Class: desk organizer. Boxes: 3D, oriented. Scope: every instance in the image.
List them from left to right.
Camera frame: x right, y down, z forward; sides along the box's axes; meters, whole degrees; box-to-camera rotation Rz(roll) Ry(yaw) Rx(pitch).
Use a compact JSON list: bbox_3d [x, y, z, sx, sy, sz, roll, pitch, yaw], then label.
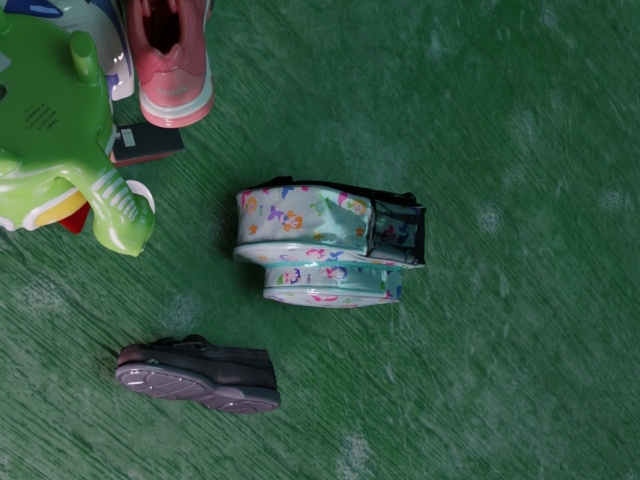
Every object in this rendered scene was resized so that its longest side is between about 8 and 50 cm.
[{"bbox_3d":[-0.248,-0.127,1.896,0.130,0.050,0.047,-15,87,-50],"label":"desk organizer"}]

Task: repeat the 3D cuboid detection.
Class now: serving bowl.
[{"bbox_3d":[-0.265,-0.041,1.919,0.083,0.027,0.083,-4,96,-43],"label":"serving bowl"}]

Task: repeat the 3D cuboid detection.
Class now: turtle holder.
[{"bbox_3d":[-0.332,-0.124,1.666,0.227,0.320,0.243,87,13,-61],"label":"turtle holder"}]

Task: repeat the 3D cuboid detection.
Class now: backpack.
[{"bbox_3d":[0.000,0.000,2.044,0.253,0.225,0.191,17,76,-39],"label":"backpack"}]

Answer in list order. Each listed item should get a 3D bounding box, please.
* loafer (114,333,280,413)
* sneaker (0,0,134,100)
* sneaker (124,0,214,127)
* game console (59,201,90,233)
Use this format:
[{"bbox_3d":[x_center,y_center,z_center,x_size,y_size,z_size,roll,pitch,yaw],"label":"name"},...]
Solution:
[{"bbox_3d":[-0.172,0.175,1.989,0.302,0.109,0.095,23,58,-48],"label":"loafer"},{"bbox_3d":[-0.348,-0.304,1.759,0.315,0.182,0.127,75,0,-52],"label":"sneaker"},{"bbox_3d":[-0.189,-0.297,1.766,0.136,0.116,0.314,84,-6,-57],"label":"sneaker"},{"bbox_3d":[-0.344,-0.098,1.849,0.124,0.085,0.144,20,77,-11],"label":"game console"}]
